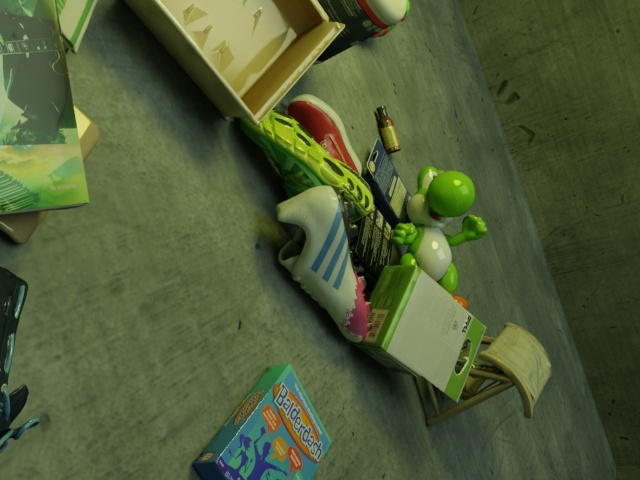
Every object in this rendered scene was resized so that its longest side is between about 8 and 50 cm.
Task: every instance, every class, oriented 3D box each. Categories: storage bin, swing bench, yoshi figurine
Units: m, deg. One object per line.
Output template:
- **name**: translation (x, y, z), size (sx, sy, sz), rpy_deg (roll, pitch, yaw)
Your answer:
- **storage bin**: translation (-0.127, -0.370, 0.870), size (0.260, 0.123, 0.262), rpy_deg (-52, 124, -15)
- **swing bench**: translation (0.389, 0.305, 1.307), size (0.253, 0.255, 0.165), rpy_deg (-14, 87, -58)
- **yoshi figurine**: translation (0.276, -0.013, 1.279), size (0.204, 0.203, 0.361), rpy_deg (28, 64, -58)

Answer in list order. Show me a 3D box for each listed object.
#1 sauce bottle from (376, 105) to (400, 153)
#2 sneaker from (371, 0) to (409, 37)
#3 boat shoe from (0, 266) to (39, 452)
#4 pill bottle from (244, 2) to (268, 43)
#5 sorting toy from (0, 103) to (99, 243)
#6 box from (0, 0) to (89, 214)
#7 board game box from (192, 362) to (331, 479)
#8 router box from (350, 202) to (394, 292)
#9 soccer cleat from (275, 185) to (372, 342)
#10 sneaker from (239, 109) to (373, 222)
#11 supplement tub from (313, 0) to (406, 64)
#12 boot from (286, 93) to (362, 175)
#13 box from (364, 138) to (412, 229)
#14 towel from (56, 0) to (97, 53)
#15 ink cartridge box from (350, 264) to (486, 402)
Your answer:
- **sauce bottle**: translation (0.182, -0.301, 1.488), size (0.042, 0.042, 0.128), rpy_deg (-10, 83, -58)
- **sneaker**: translation (0.047, -0.667, 1.378), size (0.483, 0.185, 0.202), rpy_deg (5, 53, -59)
- **boat shoe**: translation (-0.297, 0.138, 0.486), size (0.089, 0.109, 0.258), rpy_deg (26, 56, -53)
- **pill bottle**: translation (-0.152, -0.426, 0.989), size (0.094, 0.094, 0.169), rpy_deg (-31, 101, -57)
- **sorting toy**: translation (-0.358, -0.126, 0.591), size (0.208, 0.038, 0.193), rpy_deg (52, 37, -36)
- **box**: translation (-0.352, -0.175, 0.493), size (0.232, 0.059, 0.321), rpy_deg (-15, 101, -50)
- **board game box**: translation (-0.073, 0.307, 0.798), size (0.160, 0.047, 0.210), rpy_deg (63, 32, -14)
- **router box**: translation (0.107, 0.006, 1.221), size (0.133, 0.046, 0.178), rpy_deg (49, 39, -33)
- **soccer cleat**: translation (0.003, 0.056, 0.999), size (0.116, 0.143, 0.331), rpy_deg (-118, -166, -61)
- **sneaker**: translation (-0.039, -0.124, 1.001), size (0.295, 0.123, 0.109), rpy_deg (40, 29, -14)
- **supplement tub**: translation (0.015, -0.473, 1.098), size (0.191, 0.272, 0.191), rpy_deg (31, 51, -47)
- **boot**: translation (0.001, -0.158, 1.105), size (0.244, 0.088, 0.176), rpy_deg (52, 38, -34)
- **box**: translation (0.170, -0.133, 1.390), size (0.225, 0.037, 0.136), rpy_deg (57, 35, -28)
- **towel**: translation (-0.355, -0.414, 0.622), size (0.325, 0.038, 0.247), rpy_deg (60, 33, -57)
- **ink cartridge box**: translation (0.211, 0.196, 1.146), size (0.255, 0.097, 0.188), rpy_deg (39, 67, -28)
